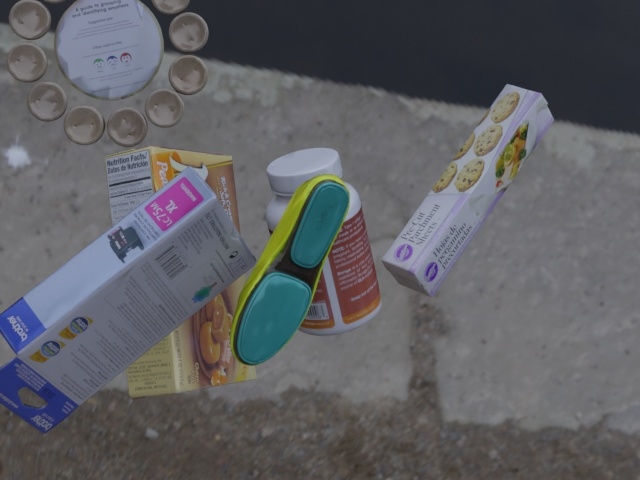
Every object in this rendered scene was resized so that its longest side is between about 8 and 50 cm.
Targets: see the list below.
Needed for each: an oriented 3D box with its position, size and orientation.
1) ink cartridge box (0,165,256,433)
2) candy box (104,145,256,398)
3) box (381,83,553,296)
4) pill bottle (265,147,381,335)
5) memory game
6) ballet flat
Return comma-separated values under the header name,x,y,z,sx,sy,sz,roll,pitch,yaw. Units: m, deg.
name,x,y,z,sx,sy,sz,roll,pitch,yaw
ink cartridge box,-0.223,0.069,1.292,0.311,0.186,0.065,-41,65,-8
candy box,-0.183,0.040,1.581,0.183,0.087,0.317,1,81,-60
box,0.207,-0.073,1.639,0.067,0.063,0.324,23,70,42
pill bottle,0.000,0.000,1.491,0.121,0.121,0.216,-26,116,-29
memory game,-0.193,-0.176,1.082,0.186,0.012,0.186,-1,96,-5
ballet flat,-0.038,0.030,1.326,0.077,0.077,0.231,27,89,-27
